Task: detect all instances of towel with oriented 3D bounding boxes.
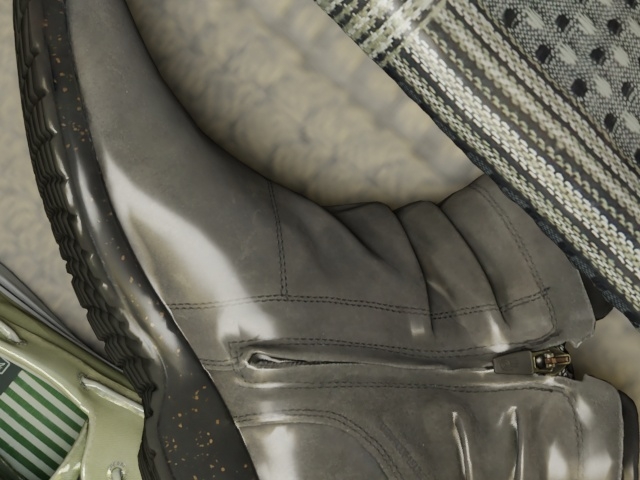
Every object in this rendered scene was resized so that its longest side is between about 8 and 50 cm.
[{"bbox_3d":[0.143,-0.119,0.750,0.312,0.324,0.056,45,139,-9],"label":"towel"}]

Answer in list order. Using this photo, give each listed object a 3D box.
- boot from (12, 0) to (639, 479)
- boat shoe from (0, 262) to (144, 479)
[{"bbox_3d":[0.000,0.000,0.899,0.222,0.118,0.338,-19,89,-12],"label":"boot"},{"bbox_3d":[-0.113,0.113,0.951,0.302,0.094,0.109,36,105,1],"label":"boat shoe"}]
